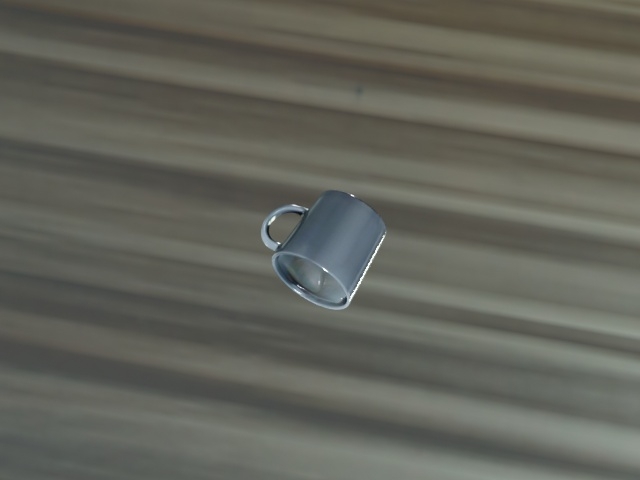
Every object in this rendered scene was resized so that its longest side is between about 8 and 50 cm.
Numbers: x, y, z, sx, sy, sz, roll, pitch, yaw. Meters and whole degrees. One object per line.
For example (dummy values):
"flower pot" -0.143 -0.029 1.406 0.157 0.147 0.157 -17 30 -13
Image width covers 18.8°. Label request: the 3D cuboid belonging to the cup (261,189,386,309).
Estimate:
"cup" 0.000 0.000 1.663 0.077 0.100 0.078 -57 179 -24
